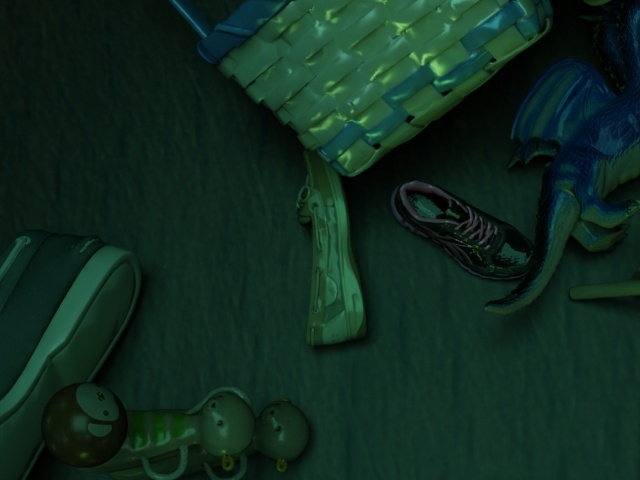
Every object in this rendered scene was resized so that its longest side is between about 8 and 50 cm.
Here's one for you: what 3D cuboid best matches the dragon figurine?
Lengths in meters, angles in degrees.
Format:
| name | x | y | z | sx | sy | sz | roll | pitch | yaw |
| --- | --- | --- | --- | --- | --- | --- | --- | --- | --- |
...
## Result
| name | x | y | z | sx | sy | sz | roll | pitch | yaw |
| --- | --- | --- | --- | --- | --- | --- | --- | --- | --- |
| dragon figurine | 0.185 | -0.073 | 1.145 | 0.289 | 0.085 | 0.144 | -43 | 75 | -8 |

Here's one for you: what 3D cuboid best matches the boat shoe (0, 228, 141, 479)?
| name | x | y | z | sx | sy | sz | roll | pitch | yaw |
| --- | --- | --- | --- | --- | --- | --- | --- | --- | --- |
| boat shoe | -0.248 | 0.116 | 1.110 | 0.099 | 0.116 | 0.319 | 23 | 58 | 18 |

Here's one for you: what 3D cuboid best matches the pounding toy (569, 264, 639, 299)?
| name | x | y | z | sx | sy | sz | roll | pitch | yaw |
| --- | --- | --- | --- | --- | --- | --- | --- | --- | --- |
| pounding toy | 0.268 | 0.025 | 1.105 | 0.141 | 0.130 | 0.100 | 39 | 73 | 12 |

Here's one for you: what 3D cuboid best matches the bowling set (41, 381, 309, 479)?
| name | x | y | z | sx | sy | sz | roll | pitch | yaw |
| --- | --- | --- | --- | --- | --- | --- | --- | --- | --- |
| bowling set | -0.088 | 0.175 | 1.024 | 0.154 | 0.200 | 0.287 | -7 | 49 | 3 |

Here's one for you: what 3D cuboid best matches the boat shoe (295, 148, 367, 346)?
| name | x | y | z | sx | sy | sz | roll | pitch | yaw |
| --- | --- | --- | --- | --- | --- | --- | --- | --- | --- |
| boat shoe | 0.000 | 0.001 | 1.170 | 0.048 | 0.056 | 0.153 | -10 | 85 | 0 |

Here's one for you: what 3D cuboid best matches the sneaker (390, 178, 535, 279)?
| name | x | y | z | sx | sy | sz | roll | pitch | yaw |
| --- | --- | --- | --- | --- | --- | --- | --- | --- | --- |
| sneaker | 0.104 | -0.010 | 1.158 | 0.119 | 0.057 | 0.047 | 27 | 81 | 10 |

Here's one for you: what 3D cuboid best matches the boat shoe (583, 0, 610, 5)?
| name | x | y | z | sx | sy | sz | roll | pitch | yaw |
| --- | --- | --- | --- | --- | --- | --- | --- | --- | --- |
| boat shoe | 0.230 | -0.295 | 1.164 | 0.113 | 0.103 | 0.302 | 5 | 48 | 40 |

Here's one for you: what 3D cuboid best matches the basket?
| name | x | y | z | sx | sy | sz | roll | pitch | yaw |
| --- | --- | --- | --- | --- | --- | --- | --- | --- | --- |
| basket | 0.006 | -0.210 | 1.117 | 0.254 | 0.201 | 0.289 | -34 | 100 | 20 |
